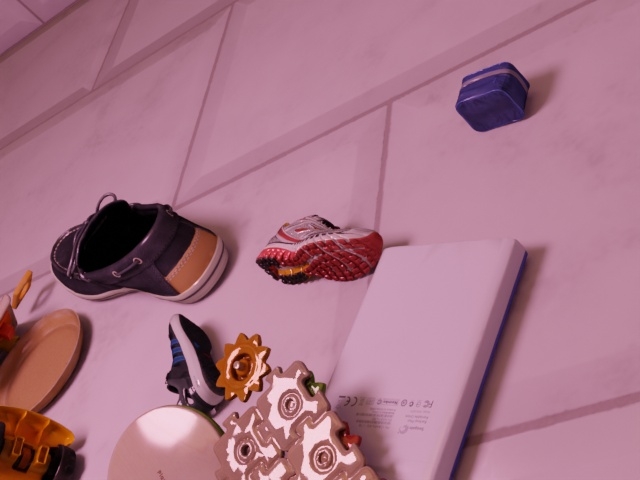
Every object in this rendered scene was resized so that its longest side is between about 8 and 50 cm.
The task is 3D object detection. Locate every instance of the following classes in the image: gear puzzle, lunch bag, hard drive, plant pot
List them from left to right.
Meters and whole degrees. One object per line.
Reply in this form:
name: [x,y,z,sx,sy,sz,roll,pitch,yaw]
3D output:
plant pot: [-0.506,0.230,1.766,0.236,0.032,0.236,-30,36,25]
gear puzzle: [-0.036,0.244,1.119,0.175,0.044,0.339,-47,51,13]
hard drive: [0.107,0.144,1.160,0.210,0.040,0.318,-6,51,46]
lunch bag: [0.236,-0.200,1.354,0.098,0.067,0.065,-13,45,42]

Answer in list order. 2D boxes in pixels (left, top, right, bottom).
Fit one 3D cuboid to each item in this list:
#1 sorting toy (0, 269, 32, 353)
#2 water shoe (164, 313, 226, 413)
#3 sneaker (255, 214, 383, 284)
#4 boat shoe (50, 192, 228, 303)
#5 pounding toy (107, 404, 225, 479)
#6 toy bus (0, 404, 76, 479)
sorting toy: [-0.614,0.211,1.848,0.196,0.047,0.347,123,171,-65]
water shoe: [-0.202,0.182,1.437,0.080,0.073,0.203,-45,33,8]
sneaker: [0.000,0.000,1.390,0.225,0.088,0.092,-4,51,46]
boat shoe: [-0.357,0.008,1.723,0.500,0.156,0.186,3,59,51]
pounding toy: [-0.160,0.328,1.236,0.183,0.110,0.236,-16,72,23]
toy bus: [-0.495,0.394,1.494,0.211,0.149,0.220,-38,34,36]
